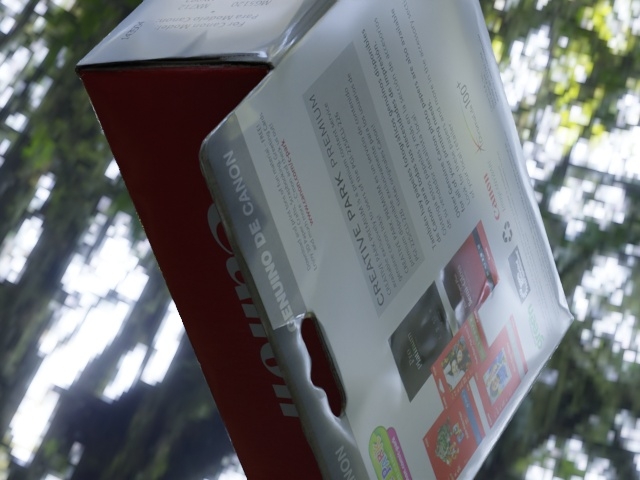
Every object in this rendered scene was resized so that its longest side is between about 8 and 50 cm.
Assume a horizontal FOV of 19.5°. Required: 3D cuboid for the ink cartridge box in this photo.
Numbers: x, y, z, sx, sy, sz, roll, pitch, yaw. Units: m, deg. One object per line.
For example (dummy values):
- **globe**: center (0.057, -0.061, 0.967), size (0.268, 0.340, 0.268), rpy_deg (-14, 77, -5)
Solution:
- **ink cartridge box**: center (0.000, 0.000, 1.025), size (0.130, 0.272, 0.309), rpy_deg (2, -54, 33)
